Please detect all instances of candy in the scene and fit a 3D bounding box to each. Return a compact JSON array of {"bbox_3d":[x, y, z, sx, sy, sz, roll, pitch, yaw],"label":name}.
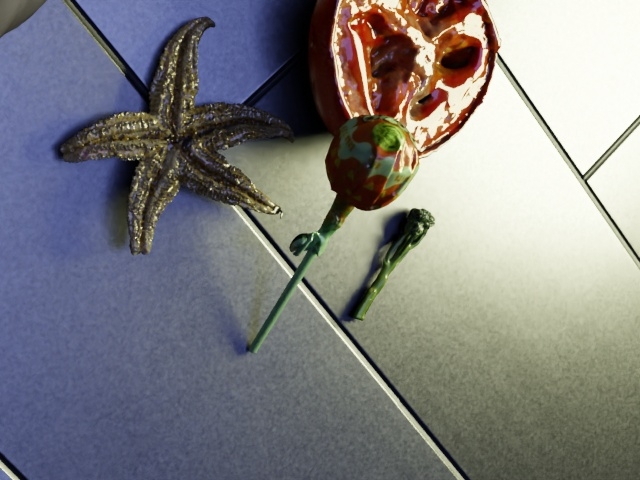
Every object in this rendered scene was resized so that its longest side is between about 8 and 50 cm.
[{"bbox_3d":[-0.001,-0.001,1.223,0.078,0.084,0.287,21,119,-23],"label":"candy"}]

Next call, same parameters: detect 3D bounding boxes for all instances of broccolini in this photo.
[{"bbox_3d":[0.076,0.026,1.332,0.030,0.035,0.140,37,80,-20],"label":"broccolini"}]

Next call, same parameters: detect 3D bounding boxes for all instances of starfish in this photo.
[{"bbox_3d":[-0.130,-0.098,1.215,0.227,0.043,0.240,14,85,-29],"label":"starfish"}]

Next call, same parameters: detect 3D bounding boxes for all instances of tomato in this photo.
[{"bbox_3d":[0.071,-0.189,1.279,0.228,0.101,0.227,-6,101,-33],"label":"tomato"}]

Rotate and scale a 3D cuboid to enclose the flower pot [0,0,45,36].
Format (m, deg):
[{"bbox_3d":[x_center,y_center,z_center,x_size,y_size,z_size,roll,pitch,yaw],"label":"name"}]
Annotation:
[{"bbox_3d":[-0.313,-0.271,1.005,0.265,0.243,0.265,-2,95,-23],"label":"flower pot"}]
